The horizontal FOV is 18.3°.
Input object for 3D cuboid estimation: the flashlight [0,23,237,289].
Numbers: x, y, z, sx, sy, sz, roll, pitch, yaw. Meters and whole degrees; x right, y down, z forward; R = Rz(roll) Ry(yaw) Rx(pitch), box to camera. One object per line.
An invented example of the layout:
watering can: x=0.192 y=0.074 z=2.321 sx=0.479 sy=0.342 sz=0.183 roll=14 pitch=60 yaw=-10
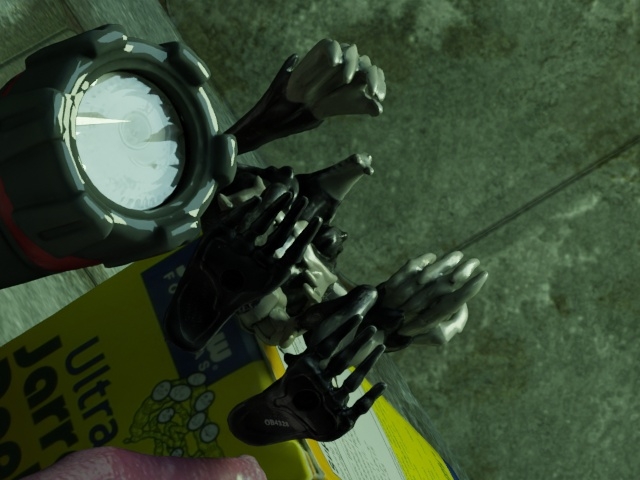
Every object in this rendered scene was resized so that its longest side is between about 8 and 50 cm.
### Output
flashlight: x=-0.167 y=-0.021 z=0.942 sx=0.103 sy=0.304 sz=0.103 roll=8 pitch=77 yaw=-39

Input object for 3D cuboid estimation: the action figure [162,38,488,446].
action figure: x=0.000 y=0.000 z=0.985 sx=0.164 sy=0.141 sz=0.275 roll=56 pitch=11 yaw=-13

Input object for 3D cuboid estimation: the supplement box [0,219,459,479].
supplement box: x=-0.034 y=0.185 z=1.191 sx=0.356 sy=0.195 sz=0.194 roll=48 pitch=12 yaw=-49

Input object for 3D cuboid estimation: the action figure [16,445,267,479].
action figure: x=-0.165 y=0.145 z=0.797 sx=0.370 sy=0.276 sz=0.248 roll=26 pitch=23 yaw=-35
